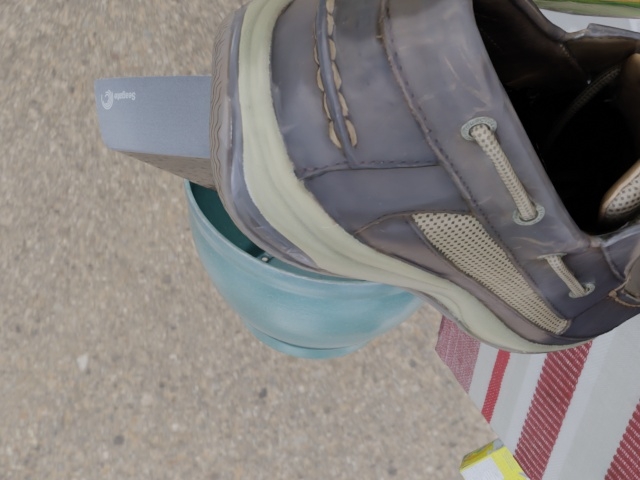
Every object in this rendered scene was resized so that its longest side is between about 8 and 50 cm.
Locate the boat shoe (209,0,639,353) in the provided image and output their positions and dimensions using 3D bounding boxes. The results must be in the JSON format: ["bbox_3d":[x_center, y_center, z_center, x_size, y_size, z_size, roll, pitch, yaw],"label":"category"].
[{"bbox_3d":[0.109,-0.023,0.452,0.355,0.130,0.132,11,70,-50],"label":"boat shoe"}]

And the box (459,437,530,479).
[{"bbox_3d":[0.258,0.251,1.113,0.179,0.043,0.105,-32,93,22],"label":"box"}]

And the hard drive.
[{"bbox_3d":[-0.013,-0.058,0.654,0.172,0.255,0.054,22,78,-53],"label":"hard drive"}]

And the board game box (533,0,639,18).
[{"bbox_3d":[0.219,-0.115,0.461,0.124,0.260,0.039,-11,112,-54],"label":"board game box"}]

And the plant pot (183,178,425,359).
[{"bbox_3d":[0.000,0.000,1.044,0.293,0.293,0.196,-1,136,-11],"label":"plant pot"}]

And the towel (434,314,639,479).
[{"bbox_3d":[0.191,0.110,0.706,0.037,0.329,0.237,-17,138,-20],"label":"towel"}]

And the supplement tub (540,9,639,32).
[{"bbox_3d":[0.299,-0.383,1.321,0.236,0.324,0.235,3,150,1],"label":"supplement tub"}]
